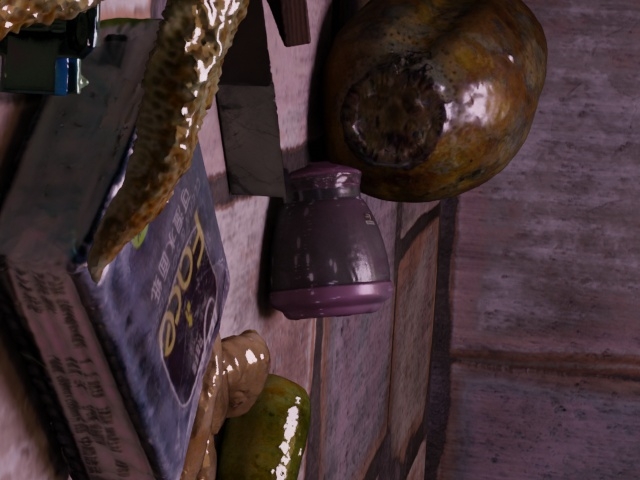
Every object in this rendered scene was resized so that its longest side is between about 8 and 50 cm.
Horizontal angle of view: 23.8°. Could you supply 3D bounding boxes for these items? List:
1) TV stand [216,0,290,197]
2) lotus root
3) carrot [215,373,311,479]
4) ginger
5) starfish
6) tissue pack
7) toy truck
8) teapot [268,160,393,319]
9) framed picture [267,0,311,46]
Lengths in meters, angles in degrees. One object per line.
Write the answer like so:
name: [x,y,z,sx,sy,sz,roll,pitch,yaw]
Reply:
TV stand: [-0.057,-0.137,1.165,0.040,0.049,0.256,-78,168,-45]
lotus root: [0.120,-0.163,1.669,0.346,0.250,0.250,-46,140,-67]
carrot: [-0.070,0.286,1.249,0.074,0.074,0.358,63,36,-71]
ginger: [-0.088,0.129,1.097,0.258,0.065,0.149,53,55,-84]
starfish: [-0.050,-0.157,0.707,0.347,0.078,0.358,-11,107,-65]
tissue pack: [-0.111,0.016,0.857,0.235,0.073,0.173,81,18,-51]
toy truck: [-0.123,-0.156,0.722,0.081,0.067,0.175,-10,103,-78]
teapot: [0.009,-0.001,1.431,0.148,0.116,0.146,4,80,-76]
framed picture: [-0.036,-0.249,1.151,0.128,0.023,0.168,-109,-170,-55]
